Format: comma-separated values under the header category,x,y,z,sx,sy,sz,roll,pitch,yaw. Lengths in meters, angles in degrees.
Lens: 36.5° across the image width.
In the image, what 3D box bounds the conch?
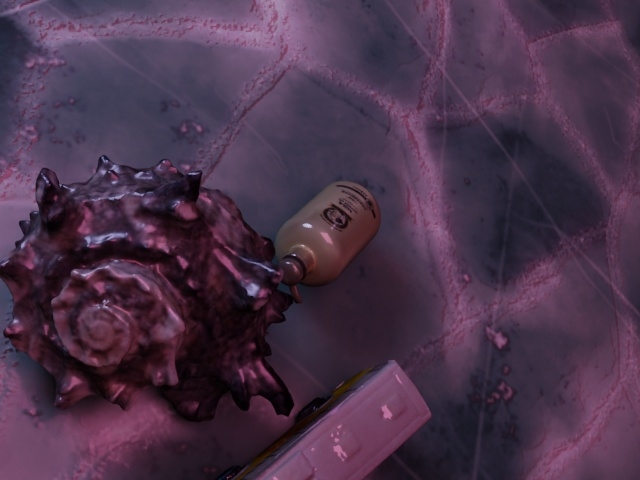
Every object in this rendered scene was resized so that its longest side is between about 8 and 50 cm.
category,x,y,z,sx,sy,sz,roll,pitch,yaw
conch,-0.151,0.059,0.881,0.313,0.186,0.241,35,84,-35

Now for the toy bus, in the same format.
category,x,y,z,sx,sy,sz,roll,pitch,yaw
toy bus,-0.010,0.219,0.933,0.268,0.106,0.092,-33,88,-35

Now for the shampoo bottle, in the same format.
category,x,y,z,sx,sy,sz,roll,pitch,yaw
shampoo bottle,0.000,0.000,1.014,0.079,0.079,0.162,51,36,-4
